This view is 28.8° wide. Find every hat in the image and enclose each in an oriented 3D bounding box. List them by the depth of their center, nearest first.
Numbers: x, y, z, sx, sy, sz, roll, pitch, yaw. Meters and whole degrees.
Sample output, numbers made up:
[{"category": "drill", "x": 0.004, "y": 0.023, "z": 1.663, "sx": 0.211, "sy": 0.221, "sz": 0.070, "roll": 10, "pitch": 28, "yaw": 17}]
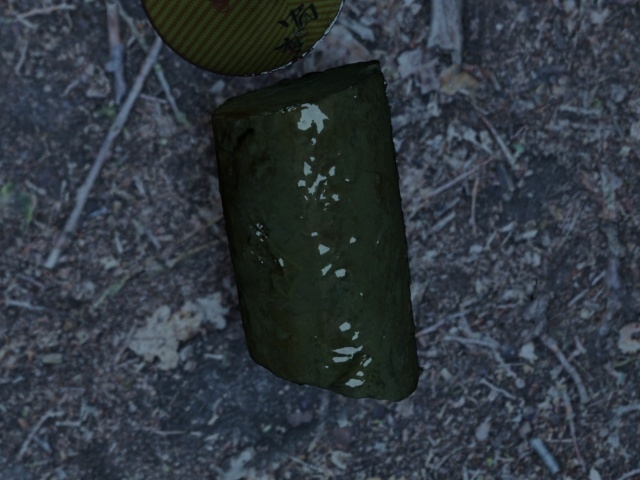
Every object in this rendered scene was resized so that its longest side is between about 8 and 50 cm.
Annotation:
[{"category": "hat", "x": -0.053, "y": -0.225, "z": 1.051, "sx": 0.193, "sy": 0.082, "sz": 0.193, "roll": -7, "pitch": 110, "yaw": -18}]

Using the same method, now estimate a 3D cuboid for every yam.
[{"category": "yam", "x": 0.000, "y": 0.000, "z": 1.102, "sx": 0.168, "sy": 0.168, "sz": 0.304, "roll": -12, "pitch": 111, "yaw": -15}]
